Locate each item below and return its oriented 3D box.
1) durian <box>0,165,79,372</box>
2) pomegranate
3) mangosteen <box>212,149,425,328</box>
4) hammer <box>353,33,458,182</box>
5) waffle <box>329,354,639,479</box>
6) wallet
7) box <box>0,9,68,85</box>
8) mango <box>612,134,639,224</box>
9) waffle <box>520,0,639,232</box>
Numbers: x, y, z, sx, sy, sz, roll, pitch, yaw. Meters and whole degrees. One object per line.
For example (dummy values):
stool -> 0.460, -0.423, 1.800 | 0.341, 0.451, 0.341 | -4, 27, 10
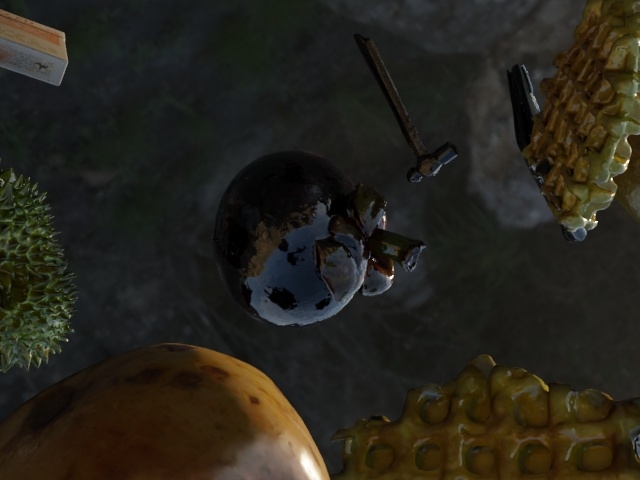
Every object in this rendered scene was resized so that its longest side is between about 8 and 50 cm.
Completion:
durian -> -0.400, 0.018, 1.378 | 0.291, 0.291, 0.225 | 116, -11, -58
pomegranate -> -0.093, 0.172, 0.698 | 0.215, 0.215, 0.215 | -36, 165, -11
mangosteen -> 0.000, 0.000, 1.460 | 0.250, 0.211, 0.211 | 1, 172, 14
hammer -> 0.086, -0.151, 1.357 | 0.065, 0.178, 0.021 | -30, 172, 26
waffle -> 0.110, 0.228, 0.875 | 0.329, 0.329, 0.062 | -38, 138, -4
wallet -> 0.343, -0.134, 1.929 | 0.045, 0.172, 0.318 | -17, 151, 16
box -> -0.538, -0.347, 2.140 | 0.365, 0.204, 0.051 | -127, -123, -70
mango -> 0.535, -0.075, 1.720 | 0.175, 0.329, 0.176 | -53, 171, -30
waffle -> 0.300, -0.137, 1.412 | 0.283, 0.065, 0.309 | 125, -18, -65
